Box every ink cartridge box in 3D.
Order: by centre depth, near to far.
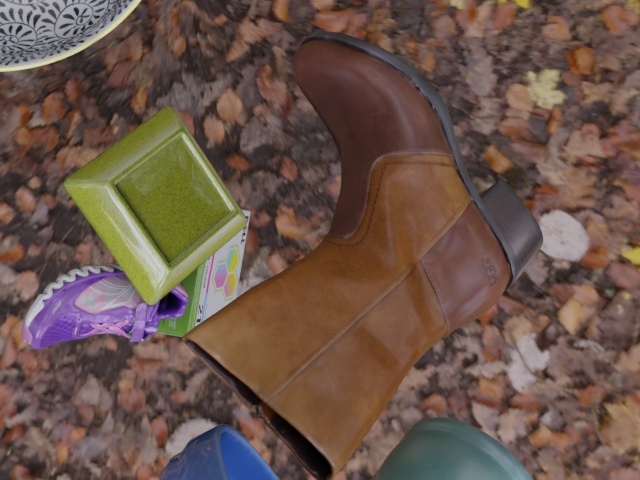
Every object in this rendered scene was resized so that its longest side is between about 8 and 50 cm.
[{"bbox_3d":[-0.156,0.039,1.652,0.097,0.255,0.188,10,91,24],"label":"ink cartridge box"}]

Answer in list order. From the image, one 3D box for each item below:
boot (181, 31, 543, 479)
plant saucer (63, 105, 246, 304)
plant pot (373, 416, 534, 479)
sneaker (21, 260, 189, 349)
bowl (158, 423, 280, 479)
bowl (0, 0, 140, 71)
[{"bbox_3d":[0.000,0.000,0.865,0.280,0.096,0.264,-41,94,-28],"label":"boot"},{"bbox_3d":[-0.188,-0.048,1.403,0.188,0.045,0.188,-43,108,-33],"label":"plant saucer"},{"bbox_3d":[0.184,0.453,1.774,0.196,0.293,0.293,-34,109,-40],"label":"plant pot"},{"bbox_3d":[-0.257,0.085,1.416,0.104,0.236,0.095,47,134,19],"label":"sneaker"},{"bbox_3d":[0.012,0.283,0.588,0.077,0.391,0.391,-30,104,-3],"label":"bowl"},{"bbox_3d":[-0.156,-0.158,0.589,0.170,0.080,0.170,0,83,0],"label":"bowl"}]
